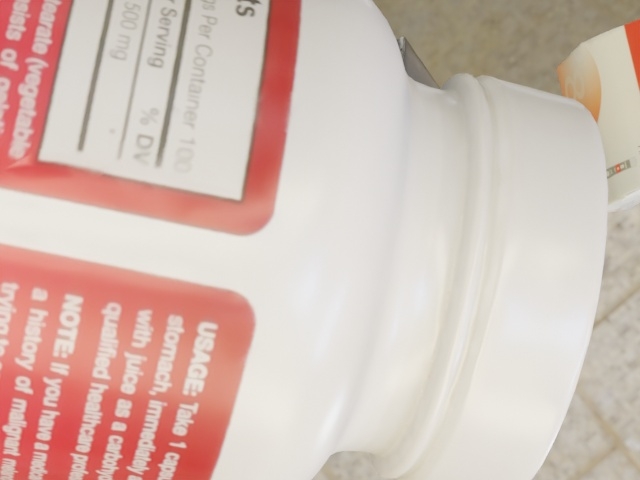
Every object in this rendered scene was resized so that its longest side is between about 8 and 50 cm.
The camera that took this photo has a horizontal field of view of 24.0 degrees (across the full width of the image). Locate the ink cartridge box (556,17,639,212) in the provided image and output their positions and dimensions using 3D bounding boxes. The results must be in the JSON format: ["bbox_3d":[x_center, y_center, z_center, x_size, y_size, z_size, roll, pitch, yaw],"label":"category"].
[{"bbox_3d":[0.260,-0.110,1.281,0.179,0.045,0.145,120,-40,-76],"label":"ink cartridge box"}]

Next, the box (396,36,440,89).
[{"bbox_3d":[0.000,0.000,0.906,0.153,0.207,0.108,53,29,-26],"label":"box"}]

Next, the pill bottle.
[{"bbox_3d":[-0.107,-0.015,0.606,0.408,0.229,0.229,12,6,-9],"label":"pill bottle"}]
